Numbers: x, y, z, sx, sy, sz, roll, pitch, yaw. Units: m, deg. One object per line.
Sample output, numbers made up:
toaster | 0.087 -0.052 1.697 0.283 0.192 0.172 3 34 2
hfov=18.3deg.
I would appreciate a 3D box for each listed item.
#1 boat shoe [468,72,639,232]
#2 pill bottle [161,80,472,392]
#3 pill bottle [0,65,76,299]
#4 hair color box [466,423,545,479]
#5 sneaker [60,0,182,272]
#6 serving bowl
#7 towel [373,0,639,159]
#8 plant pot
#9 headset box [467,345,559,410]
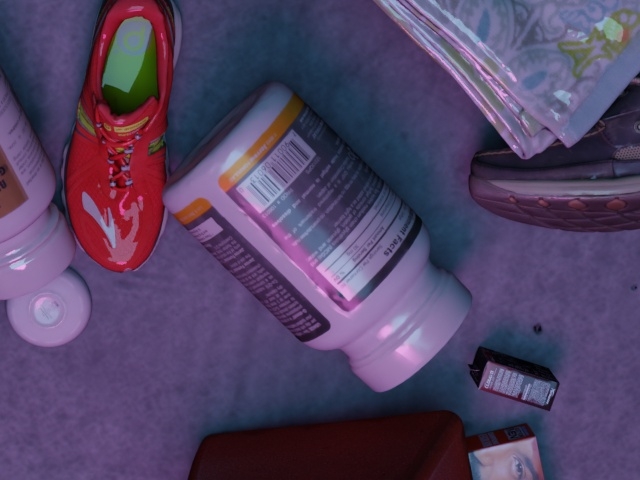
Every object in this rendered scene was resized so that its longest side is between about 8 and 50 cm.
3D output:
boat shoe | 0.316 -0.086 1.876 0.355 0.132 0.130 -2 75 1
pill bottle | 0.000 0.000 1.839 0.162 0.162 0.278 -44 101 5
pill bottle | -0.314 -0.064 1.798 0.131 0.131 0.229 -23 123 1
hair color box | 0.136 0.247 1.947 0.167 0.053 0.093 -14 100 -2
sneaker | -0.188 -0.103 1.829 0.107 0.118 0.279 4 100 -4
serving bowl | -0.261 0.064 1.901 0.083 0.027 0.083 -1 100 -4
towel | 0.209 -0.304 1.793 0.320 0.090 0.374 44 79 -10
plant pot | 0.002 0.329 1.826 0.267 0.236 0.267 -8 101 16
headset box | 0.184 0.133 1.924 0.083 0.062 0.032 17 98 -7
